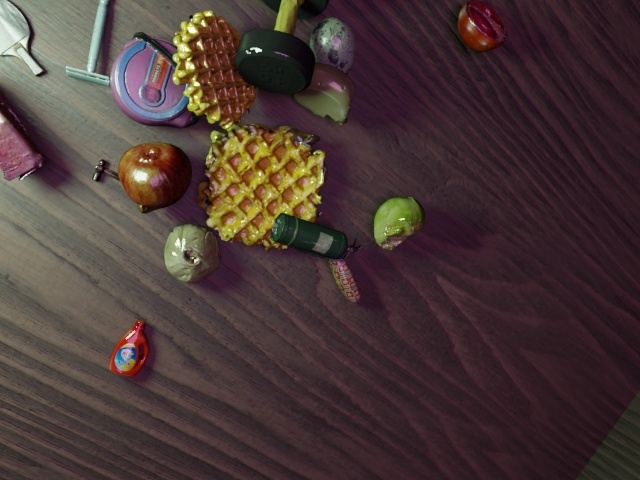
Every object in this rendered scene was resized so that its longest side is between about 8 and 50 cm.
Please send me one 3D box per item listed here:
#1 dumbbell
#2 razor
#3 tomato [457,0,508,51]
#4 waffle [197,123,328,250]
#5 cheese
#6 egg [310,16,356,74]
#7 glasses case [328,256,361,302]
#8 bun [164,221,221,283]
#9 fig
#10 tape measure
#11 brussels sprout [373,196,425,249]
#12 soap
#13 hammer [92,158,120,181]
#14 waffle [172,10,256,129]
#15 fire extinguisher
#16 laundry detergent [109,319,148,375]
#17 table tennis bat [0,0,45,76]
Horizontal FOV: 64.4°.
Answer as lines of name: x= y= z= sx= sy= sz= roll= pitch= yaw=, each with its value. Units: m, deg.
dumbbell: x=-0.094 y=-0.577 z=1.349 sx=0.204 sy=0.204 sz=0.322 roll=16 pitch=77 yaw=-18
razor: x=-0.590 y=-0.532 z=1.336 sx=0.106 sy=0.068 sz=0.231 roll=10 pitch=92 yaw=-18
tomato: x=0.498 y=-0.666 z=1.607 sx=0.173 sy=0.099 sz=0.189 roll=44 pitch=46 yaw=-4
waffle: x=-0.165 y=-0.158 z=1.507 sx=0.383 sy=0.095 sz=0.379 roll=8 pitch=98 yaw=-20
cheese: x=0.005 y=-0.435 z=1.476 sx=0.203 sy=0.175 sz=0.091 roll=24 pitch=67 yaw=7
egg: x=0.038 y=-0.553 z=1.471 sx=0.133 sy=0.132 sz=0.172 roll=-17 pitch=116 yaw=-13
glasses case: x=0.073 y=0.118 z=1.632 sx=0.049 sy=0.073 sz=0.194 roll=-30 pitch=106 yaw=-17
bun: x=-0.370 y=0.039 z=1.469 sx=0.167 sy=0.113 sz=0.173 roll=-40 pitch=110 yaw=-6
fig: x=-0.446 y=-0.166 z=1.380 sx=0.205 sy=0.205 sz=0.205 roll=-3 pitch=101 yaw=-16
tape measure: x=-0.430 y=-0.416 z=1.360 sx=0.246 sy=0.149 sz=0.231 roll=18 pitch=91 yaw=-26
brussels sprout: x=0.248 y=-0.062 z=1.619 sx=0.131 sy=0.145 sz=0.183 roll=19 pitch=138 yaw=-42
soap: x=-0.810 y=-0.282 z=1.253 sx=0.112 sy=0.182 sz=0.289 roll=-35 pitch=102 yaw=-9
hammer: x=-0.549 y=-0.162 z=1.434 sx=0.178 sy=0.021 sz=0.065 roll=27 pitch=92 yaw=-21
waffle: x=-0.265 y=-0.442 z=1.338 sx=0.062 sy=0.329 sz=0.328 roll=-7 pitch=106 yaw=29
fire extinguisher: x=0.000 y=0.000 z=1.524 sx=0.295 sy=0.093 sz=0.118 roll=17 pitch=111 yaw=-27
laundry detergent: x=-0.552 y=0.315 z=1.502 sx=0.098 sy=0.049 sz=0.165 roll=23 pitch=92 yaw=-26
table tennis bat: x=-0.794 y=-0.518 z=1.298 sx=0.130 sy=0.019 sz=0.220 roll=-38 pitch=106 yaw=-5
